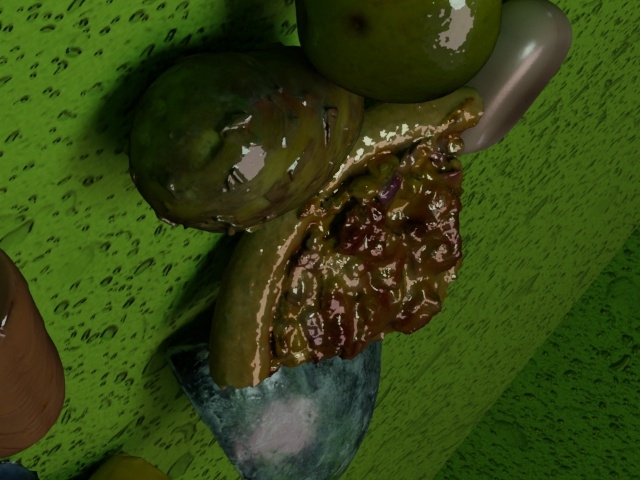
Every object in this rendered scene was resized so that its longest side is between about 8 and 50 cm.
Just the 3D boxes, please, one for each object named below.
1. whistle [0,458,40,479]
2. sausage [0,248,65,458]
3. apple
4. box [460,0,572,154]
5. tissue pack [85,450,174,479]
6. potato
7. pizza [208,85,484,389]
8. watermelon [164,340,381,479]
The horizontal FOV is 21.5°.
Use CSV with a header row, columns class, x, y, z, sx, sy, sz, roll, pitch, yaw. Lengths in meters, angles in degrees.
class,x,y,z,sx,sy,sz,roll,pitch,yaw
whistle,-0.378,0.350,1.758,0.062,0.062,0.304,-21,151,-56
sausage,-0.269,0.092,1.313,0.121,0.121,0.304,-42,165,-15
apple,0.056,-0.203,1.305,0.156,0.196,0.196,-8,156,-6
box,0.198,-0.183,1.877,0.200,0.088,0.146,-54,163,23
tissue pack,-0.274,0.456,1.836,0.293,0.228,0.382,-57,178,26
potato,-0.052,-0.083,1.394,0.176,0.141,0.298,-29,172,26
pizza,0.039,0.010,1.772,0.409,0.114,0.278,-43,133,-6
watermelon,-0.052,0.145,1.945,0.289,0.213,0.320,-54,128,-14
